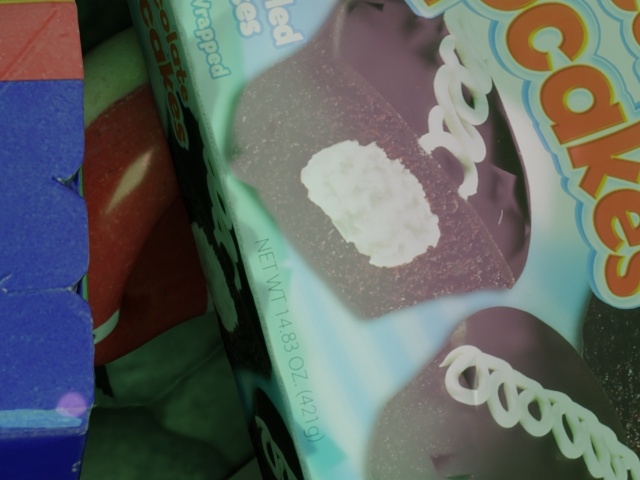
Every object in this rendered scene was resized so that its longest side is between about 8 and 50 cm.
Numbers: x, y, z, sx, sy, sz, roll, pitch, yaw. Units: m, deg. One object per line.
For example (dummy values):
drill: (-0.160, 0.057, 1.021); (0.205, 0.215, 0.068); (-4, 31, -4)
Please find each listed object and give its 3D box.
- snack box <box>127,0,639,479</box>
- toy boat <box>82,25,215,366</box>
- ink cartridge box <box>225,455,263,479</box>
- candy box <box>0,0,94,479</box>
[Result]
snack box: (0.046, -0.042, 0.630); (0.187, 0.060, 0.322); (-17, 94, -18)
toy boat: (0.000, 0.000, 0.702); (0.231, 0.151, 0.151); (-14, 63, -17)
ink cartridge box: (0.038, 0.223, 0.809); (0.198, 0.115, 0.273); (-38, 113, -9)
candy box: (-0.208, 0.059, 0.547); (0.268, 0.317, 0.122); (-2, 68, -13)
